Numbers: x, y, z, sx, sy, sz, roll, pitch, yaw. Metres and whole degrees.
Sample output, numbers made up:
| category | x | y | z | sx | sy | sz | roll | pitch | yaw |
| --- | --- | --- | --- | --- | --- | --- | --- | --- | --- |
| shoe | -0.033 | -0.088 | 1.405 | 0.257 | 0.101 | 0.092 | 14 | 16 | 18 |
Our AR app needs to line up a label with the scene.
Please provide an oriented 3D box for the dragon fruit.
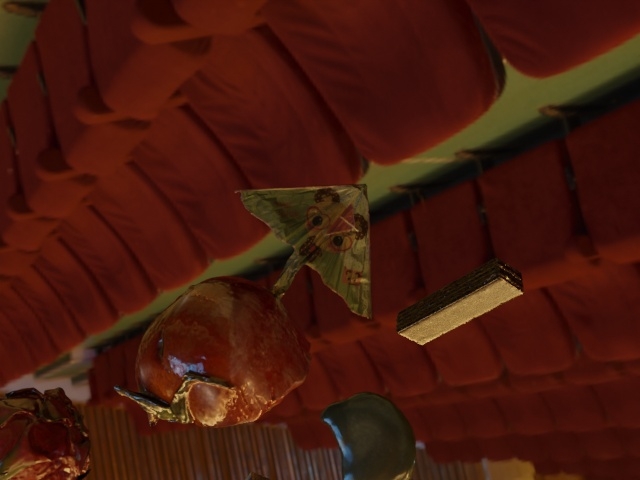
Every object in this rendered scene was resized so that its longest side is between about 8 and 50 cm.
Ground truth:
| category | x | y | z | sx | sy | sz | roll | pitch | yaw |
| --- | --- | --- | --- | --- | --- | --- | --- | --- | --- |
| dragon fruit | -0.529 | 0.388 | 1.443 | 0.234 | 0.233 | 0.293 | -22 | -164 | 46 |

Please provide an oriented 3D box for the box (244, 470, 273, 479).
| category | x | y | z | sx | sy | sz | roll | pitch | yaw |
| --- | --- | --- | --- | --- | --- | --- | --- | --- | --- |
| box | -0.047 | 0.462 | 1.426 | 0.207 | 0.050 | 0.041 | 30 | -165 | -21 |

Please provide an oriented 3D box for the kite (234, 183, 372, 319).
| category | x | y | z | sx | sy | sz | roll | pitch | yaw |
| --- | --- | --- | --- | --- | --- | --- | --- | --- | --- |
| kite | 0.000 | 0.000 | 1.391 | 0.268 | 0.323 | 0.013 | -48 | -168 | -19 |

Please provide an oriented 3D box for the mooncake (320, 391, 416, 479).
| category | x | y | z | sx | sy | sz | roll | pitch | yaw |
| --- | --- | --- | --- | --- | --- | --- | --- | --- | --- |
| mooncake | 0.072 | 0.333 | 1.331 | 0.168 | 0.175 | 0.104 | 17 | 166 | 7 |

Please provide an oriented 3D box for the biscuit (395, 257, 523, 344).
| category | x | y | z | sx | sy | sz | roll | pitch | yaw |
| --- | --- | --- | --- | --- | --- | --- | --- | --- | --- |
| biscuit | 0.370 | 0.174 | 2.247 | 0.107 | 0.073 | 0.388 | 30 | 135 | -29 |

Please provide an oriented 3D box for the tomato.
| category | x | y | z | sx | sy | sz | roll | pitch | yaw |
| --- | --- | --- | --- | --- | --- | --- | --- | --- | --- |
| tomato | -0.155 | 0.140 | 1.249 | 0.309 | 0.170 | 0.309 | -12 | -156 | 5 |
